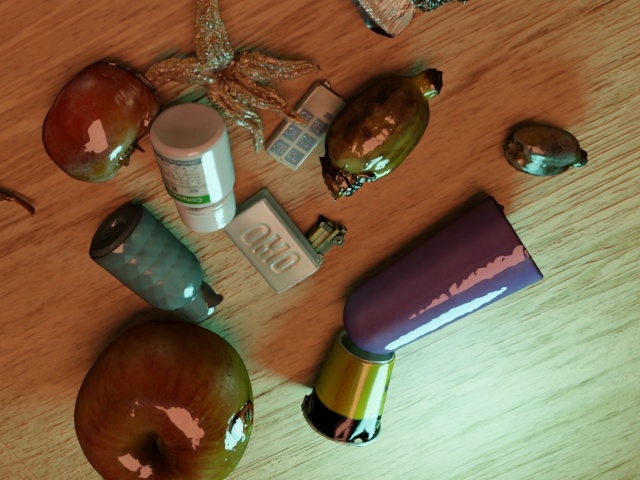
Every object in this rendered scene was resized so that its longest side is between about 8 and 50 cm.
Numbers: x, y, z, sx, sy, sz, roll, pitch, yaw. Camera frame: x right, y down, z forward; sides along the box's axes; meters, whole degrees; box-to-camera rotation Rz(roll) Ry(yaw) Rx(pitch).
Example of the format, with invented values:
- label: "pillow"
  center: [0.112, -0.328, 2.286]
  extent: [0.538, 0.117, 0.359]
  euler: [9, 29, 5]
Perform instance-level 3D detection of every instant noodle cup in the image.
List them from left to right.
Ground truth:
- label: "instant noodle cup"
  center: [0.082, 0.354, 1.636]
  extent: [0.215, 0.215, 0.236]
  euler: [9, 112, -18]

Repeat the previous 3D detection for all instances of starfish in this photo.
- label: "starfish"
  center: [-0.137, -0.304, 1.187]
  extent: [0.293, 0.084, 0.301]
  euler: [28, 121, -23]

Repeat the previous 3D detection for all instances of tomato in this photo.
- label: "tomato"
  center: [-0.394, -0.188, 1.153]
  extent: [0.180, 0.155, 0.214]
  euler: [30, 126, -18]

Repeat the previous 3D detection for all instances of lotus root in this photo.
- label: "lotus root"
  center: [0.113, -0.216, 1.268]
  extent: [0.314, 0.141, 0.169]
  euler: [-44, 154, 8]
- label: "lotus root"
  center: [0.489, -0.190, 1.410]
  extent: [0.191, 0.088, 0.113]
  euler: [6, 138, -17]

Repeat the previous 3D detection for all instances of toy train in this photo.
- label: "toy train"
  center: [0.000, 0.000, 1.456]
  extent: [0.081, 0.050, 0.122]
  euler: [38, 110, -22]

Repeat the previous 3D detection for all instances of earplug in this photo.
- label: "earplug"
  center: [0.255, 0.105, 1.493]
  extent: [0.455, 0.215, 0.215]
  euler: [-33, 124, 14]

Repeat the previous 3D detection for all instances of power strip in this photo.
- label: "power strip"
  center: [-0.030, -0.226, 1.301]
  extent: [0.081, 0.035, 0.192]
  euler: [31, 113, -29]

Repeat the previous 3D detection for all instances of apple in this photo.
- label: "apple"
  center: [-0.337, 0.372, 1.476]
  extent: [0.400, 0.334, 0.401]
  euler: [1, 112, 4]

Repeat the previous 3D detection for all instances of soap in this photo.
- label: "soap"
  center: [-0.104, 0.003, 1.394]
  extent: [0.119, 0.066, 0.198]
  euler: [-33, 111, 14]

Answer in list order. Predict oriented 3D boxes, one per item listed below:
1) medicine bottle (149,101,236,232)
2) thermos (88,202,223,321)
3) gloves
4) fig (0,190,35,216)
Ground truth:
- label: "medicine bottle"
  center: [-0.230, -0.130, 1.232]
  extent: [0.139, 0.139, 0.237]
  euler: [-10, 145, -6]
- label: "thermos"
  center: [-0.342, 0.066, 1.373]
  extent: [0.182, 0.145, 0.286]
  euler: [-11, 134, 35]
- label: "gloves"
  center: [0.193, -0.480, 1.117]
  extent: [0.312, 0.135, 0.210]
  euler: [-40, 116, 12]
- label: "fig"
  center: [-0.649, -0.080, 1.226]
  extent: [0.201, 0.134, 0.146]
  euler: [-15, 158, -27]
